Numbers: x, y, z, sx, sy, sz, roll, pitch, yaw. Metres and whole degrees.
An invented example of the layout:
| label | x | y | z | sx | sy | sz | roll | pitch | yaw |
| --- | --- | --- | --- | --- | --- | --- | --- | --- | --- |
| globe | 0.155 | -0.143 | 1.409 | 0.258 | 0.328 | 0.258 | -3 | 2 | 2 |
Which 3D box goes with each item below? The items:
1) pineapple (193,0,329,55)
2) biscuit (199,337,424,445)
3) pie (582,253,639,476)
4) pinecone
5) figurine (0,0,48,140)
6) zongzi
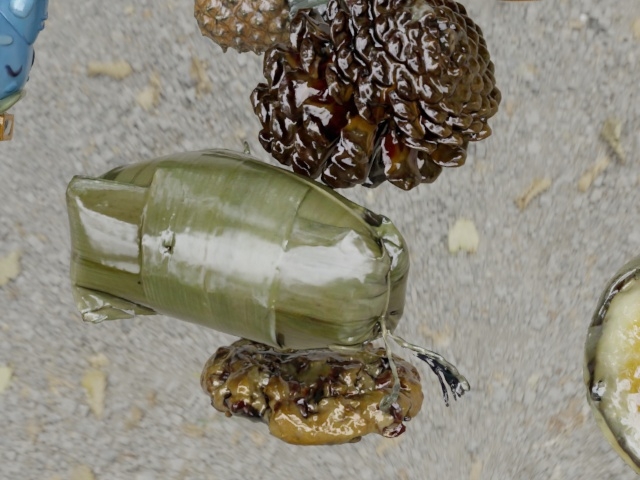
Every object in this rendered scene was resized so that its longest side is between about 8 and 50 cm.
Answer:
| label | x | y | z | sx | sy | sz | roll | pitch | yaw |
| --- | --- | --- | --- | --- | --- | --- | --- | --- | --- |
| pineapple | 0.000 | -0.335 | 1.853 | 0.364 | 0.165 | 0.165 | 6 | 75 | 32 |
| biscuit | -0.010 | 0.175 | 1.754 | 0.289 | 0.334 | 0.081 | 0 | 104 | -14 |
| pie | 0.417 | 0.105 | 1.275 | 0.339 | 0.077 | 0.339 | -5 | 67 | 12 |
| pinecone | 0.049 | -0.159 | 1.438 | 0.246 | 0.292 | 0.246 | 10 | 73 | -33 |
| figurine | -0.308 | -0.192 | 1.119 | 0.154 | 0.262 | 0.180 | -8 | 35 | -25 |
| zongzi | 0.000 | 0.000 | 1.439 | 0.447 | 0.418 | 0.181 | 14 | 111 | 20 |
